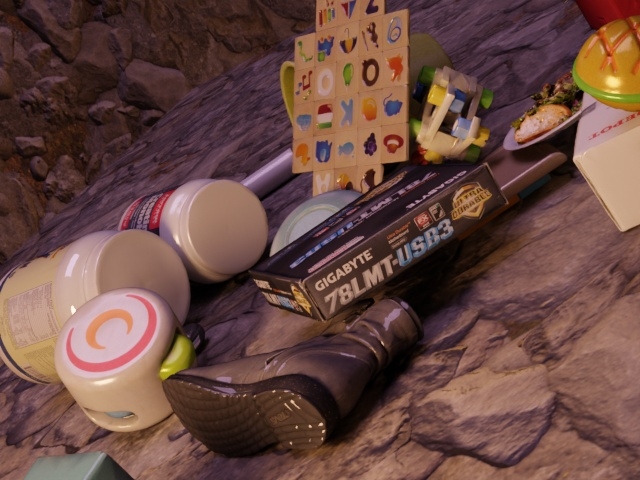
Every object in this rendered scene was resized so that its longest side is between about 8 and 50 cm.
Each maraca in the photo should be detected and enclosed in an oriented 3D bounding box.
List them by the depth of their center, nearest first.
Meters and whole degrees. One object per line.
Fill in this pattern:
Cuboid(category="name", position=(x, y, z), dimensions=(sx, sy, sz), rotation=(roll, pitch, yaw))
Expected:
Cuboid(category="maraca", position=(0.368, -0.192, 1.388), dimensions=(0.185, 0.099, 0.127), rotation=(7, 52, 28))

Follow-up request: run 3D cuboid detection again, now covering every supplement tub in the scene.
Cuboid(category="supplement tub", position=(-0.404, 0.115, 2.221), dimensions=(0.324, 0.235, 0.235), rotation=(-20, 22, 43))
Cuboid(category="supplement tub", position=(-0.236, -0.010, 2.319), dimensions=(0.191, 0.191, 0.272), rotation=(-45, 19, -31))

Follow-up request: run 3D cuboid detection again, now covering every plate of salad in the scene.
Cuboid(category="plate of salad", position=(0.337, -0.200, 1.808), dimensions=(0.200, 0.048, 0.200), rotation=(-38, 12, 9))

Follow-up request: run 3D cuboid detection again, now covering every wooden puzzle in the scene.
Cuboid(category="wooden puzzle", position=(0.241, -0.073, 1.831), dimensions=(0.221, 0.044, 0.239), rotation=(-34, 12, 5))

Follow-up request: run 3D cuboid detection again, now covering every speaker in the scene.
Cuboid(category="speaker", position=(-0.102, -0.134, 2.650), dimensions=(0.136, 0.055, 0.055), rotation=(-34, 16, 4))

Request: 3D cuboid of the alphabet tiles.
Cuboid(category="alphabet tiles", position=(0.045, -0.227, 1.994), dimensions=(0.011, 0.343, 0.285), rotation=(4, -4, -38))

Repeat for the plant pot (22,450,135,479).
Cuboid(category="plant pot", position=(-0.289, 0.379, 1.399), dimensions=(0.165, 0.165, 0.234), rotation=(-16, 32, 49))

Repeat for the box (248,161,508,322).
Cuboid(category="box", position=(0.068, -0.004, 1.717), dimensions=(0.295, 0.073, 0.293), rotation=(-33, 9, -12))

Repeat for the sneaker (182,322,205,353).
Cuboid(category="sneaker", position=(-0.303, 0.177, 2.029), dimensions=(0.228, 0.132, 0.086), rotation=(-39, 17, -11))

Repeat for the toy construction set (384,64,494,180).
Cuboid(category="toy construction set", position=(0.157, -0.147, 1.999), dimensions=(0.327, 0.151, 0.215), rotation=(-43, 26, 41))

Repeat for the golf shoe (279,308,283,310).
Cuboid(category="golf shoe", position=(-0.001, 0.051, 1.949), dimensions=(0.176, 0.069, 0.086), rotation=(-31, 41, 16))

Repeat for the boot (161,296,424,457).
Cuboid(category="boot", position=(-0.033, 0.166, 1.611), dimensions=(0.338, 0.118, 0.222), rotation=(-2, 30, 47))

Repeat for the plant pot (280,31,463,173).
Cuboid(category="plant pot", position=(0.103, -0.238, 2.228), dimensions=(0.254, 0.276, 0.276), rotation=(-27, 14, -13))

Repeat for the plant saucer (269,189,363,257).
Cuboid(category="plant saucer", position=(0.000, 0.000, 1.914), dimensions=(0.195, 0.037, 0.195), rotation=(-15, 55, 23))

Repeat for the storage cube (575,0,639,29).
Cuboid(category="storage cube", position=(0.518, -0.486, 2.163), dimensions=(0.183, 0.193, 0.215), rotation=(-35, 17, 0))

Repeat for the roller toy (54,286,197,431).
Cuboid(category="roller toy", position=(-0.288, 0.180, 1.897), dimensions=(0.191, 0.146, 0.209), rotation=(-30, 45, -8))

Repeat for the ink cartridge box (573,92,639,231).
Cuboid(category="ink cartridge box", position=(0.432, -0.160, 1.534), dimensions=(0.211, 0.121, 0.289), rotation=(-27, 20, 29))
